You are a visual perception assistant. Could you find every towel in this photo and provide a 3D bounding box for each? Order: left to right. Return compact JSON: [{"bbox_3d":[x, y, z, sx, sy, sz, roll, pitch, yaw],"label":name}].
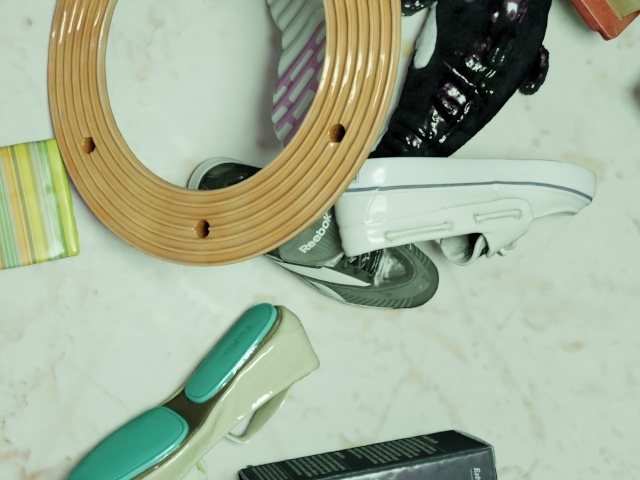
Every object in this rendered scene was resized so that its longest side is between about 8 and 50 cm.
[{"bbox_3d":[-0.324,-0.015,1.070,0.237,0.021,0.102,-11,87,-11],"label":"towel"}]

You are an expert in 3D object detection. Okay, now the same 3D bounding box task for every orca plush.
[{"bbox_3d":[0.119,-0.159,1.117,0.287,0.102,0.151,-41,98,-9],"label":"orca plush"}]

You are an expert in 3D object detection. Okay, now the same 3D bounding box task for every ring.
[{"bbox_3d":[-0.081,-0.147,1.013,0.032,0.337,0.336,4,85,-56],"label":"ring"}]

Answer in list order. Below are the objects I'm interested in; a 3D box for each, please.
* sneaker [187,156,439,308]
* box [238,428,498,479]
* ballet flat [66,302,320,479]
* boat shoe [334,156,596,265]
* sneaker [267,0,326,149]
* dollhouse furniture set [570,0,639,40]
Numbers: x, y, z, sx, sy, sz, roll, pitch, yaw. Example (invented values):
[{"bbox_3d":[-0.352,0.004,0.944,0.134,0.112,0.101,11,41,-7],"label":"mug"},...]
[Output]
[{"bbox_3d":[0.000,0.000,1.092,0.234,0.106,0.078,26,86,-11],"label":"sneaker"},{"bbox_3d":[0.047,0.257,1.103,0.207,0.108,0.153,-8,92,-12],"label":"box"},{"bbox_3d":[-0.100,0.159,1.091,0.248,0.086,0.086,-41,98,-10],"label":"ballet flat"},{"bbox_3d":[0.127,-0.023,1.094,0.268,0.096,0.088,0,86,-38],"label":"boat shoe"},{"bbox_3d":[0.021,-0.152,1.068,0.105,0.095,0.236,21,47,-27],"label":"sneaker"},{"bbox_3d":[0.384,-0.181,1.118,0.374,0.201,0.152,51,58,-15],"label":"dollhouse furniture set"}]
